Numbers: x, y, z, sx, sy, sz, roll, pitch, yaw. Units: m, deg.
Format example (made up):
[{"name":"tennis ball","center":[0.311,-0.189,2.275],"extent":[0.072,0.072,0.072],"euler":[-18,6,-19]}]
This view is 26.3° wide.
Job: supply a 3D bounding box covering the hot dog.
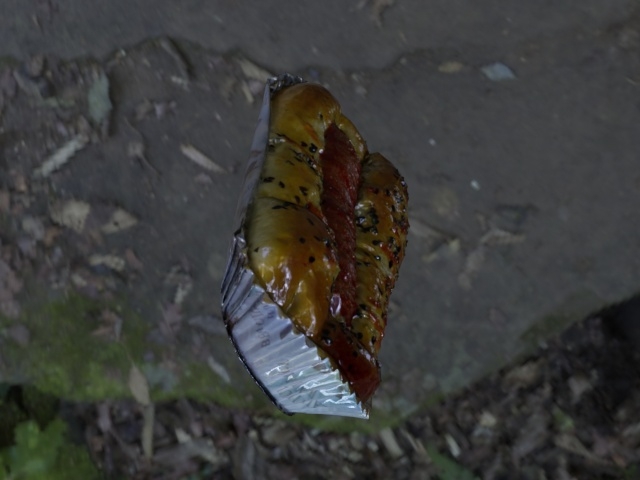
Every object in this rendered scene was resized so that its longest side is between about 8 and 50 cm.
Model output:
[{"name":"hot dog","center":[0.000,0.000,0.597],"extent":[0.059,0.191,0.108],"euler":[-24,119,20]}]
